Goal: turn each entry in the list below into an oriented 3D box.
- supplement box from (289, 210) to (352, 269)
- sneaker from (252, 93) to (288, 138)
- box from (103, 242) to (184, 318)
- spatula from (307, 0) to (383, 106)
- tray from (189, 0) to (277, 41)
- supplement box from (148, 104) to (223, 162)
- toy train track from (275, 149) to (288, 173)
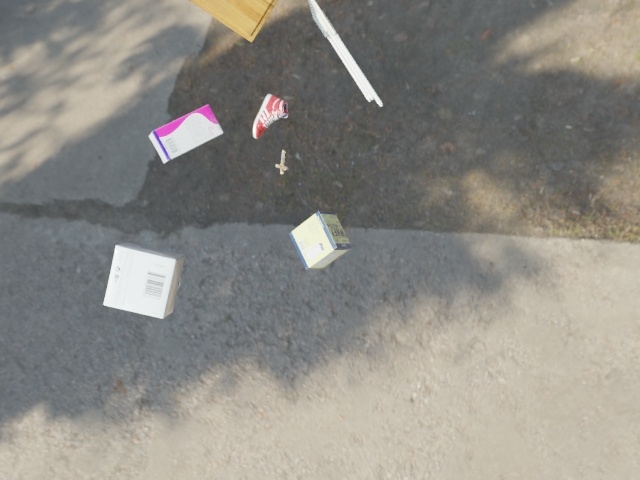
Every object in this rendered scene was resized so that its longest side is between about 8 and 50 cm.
[{"bbox_3d":[0.000,0.000,1.101,0.083,0.056,0.083,-36,71,29],"label":"supplement box"},{"bbox_3d":[-0.124,-0.307,1.447,0.067,0.042,0.119,23,92,15],"label":"sneaker"},{"bbox_3d":[-0.512,0.114,1.673,0.181,0.119,0.181,13,93,-1],"label":"box"},{"bbox_3d":[0.045,-0.368,1.110,0.019,0.242,0.168,-36,17,5],"label":"spatula"},{"bbox_3d":[-0.326,-0.795,1.697,0.203,0.410,0.076,-52,29,21],"label":"tray"},{"bbox_3d":[-0.466,-0.369,1.987,0.220,0.114,0.111,-31,103,-19],"label":"supplement box"},{"bbox_3d":[-0.126,-0.266,1.936,0.048,0.014,0.083,11,78,-31],"label":"toy train track"}]
